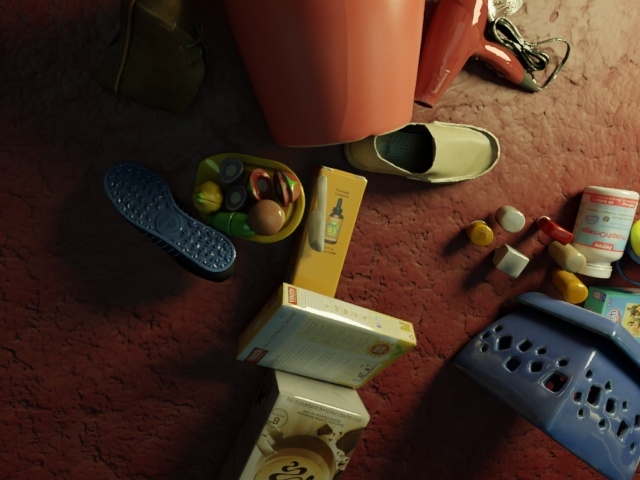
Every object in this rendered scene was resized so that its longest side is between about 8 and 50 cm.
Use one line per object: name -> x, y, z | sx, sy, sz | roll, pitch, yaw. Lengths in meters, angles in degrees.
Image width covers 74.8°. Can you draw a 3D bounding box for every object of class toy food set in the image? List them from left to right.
toy food set -> -0.097, -0.058, 0.608 | 0.218, 0.071, 0.128 | 12, 98, 10
toy food set -> 0.381, 0.007, 0.765 | 0.232, 0.104, 0.111 | 27, 110, 2

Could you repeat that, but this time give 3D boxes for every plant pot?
plant pot -> 0.010, -0.262, 0.539 | 0.275, 0.275, 0.243 | -13, 114, -9
plant pot -> 0.429, 0.236, 0.740 | 0.236, 0.236, 0.212 | 38, 88, -20

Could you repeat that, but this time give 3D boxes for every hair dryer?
hair dryer -> 0.268, -0.305, 0.663 | 0.293, 0.080, 0.223 | -31, 107, -3

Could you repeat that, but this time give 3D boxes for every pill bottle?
pill bottle -> 0.517, -0.016, 0.774 | 0.087, 0.087, 0.160 | 6, 101, -13

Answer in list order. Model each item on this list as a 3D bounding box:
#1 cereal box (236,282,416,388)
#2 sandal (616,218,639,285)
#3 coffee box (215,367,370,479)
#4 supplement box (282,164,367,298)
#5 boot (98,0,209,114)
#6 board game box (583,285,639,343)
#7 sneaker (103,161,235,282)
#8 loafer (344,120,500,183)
cereal box -> 0.007, 0.163, 0.677 | 0.240, 0.047, 0.173 | 22, 131, -22
sandal -> 0.698, 0.004, 0.814 | 0.317, 0.126, 0.138 | -12, 140, -15
coffee box -> -0.062, 0.381, 0.728 | 0.168, 0.119, 0.297 | 22, 97, -16
supplement box -> 0.000, 0.000, 0.678 | 0.078, 0.080, 0.233 | 13, 101, -15
boot -> -0.173, -0.263, 0.497 | 0.115, 0.305, 0.112 | 26, 59, -23
board game box -> 0.639, 0.179, 0.863 | 0.210, 0.047, 0.160 | 4, 102, -13
sneaker -> -0.225, -0.018, 0.628 | 0.232, 0.090, 0.081 | 41, 64, 5
loafer -> 0.176, -0.139, 0.674 | 0.269, 0.092, 0.102 | -1, 103, -11
